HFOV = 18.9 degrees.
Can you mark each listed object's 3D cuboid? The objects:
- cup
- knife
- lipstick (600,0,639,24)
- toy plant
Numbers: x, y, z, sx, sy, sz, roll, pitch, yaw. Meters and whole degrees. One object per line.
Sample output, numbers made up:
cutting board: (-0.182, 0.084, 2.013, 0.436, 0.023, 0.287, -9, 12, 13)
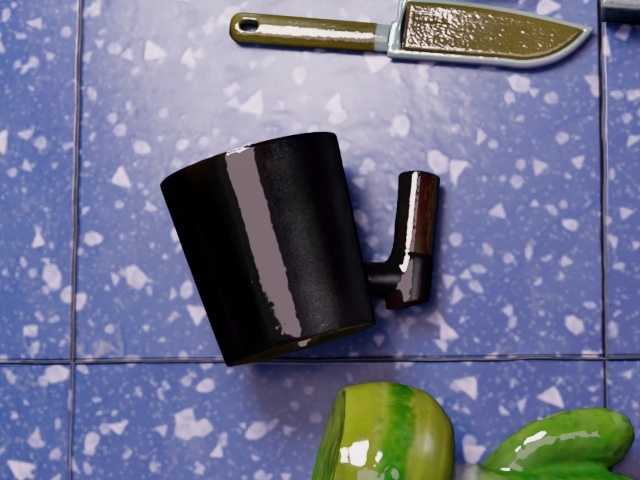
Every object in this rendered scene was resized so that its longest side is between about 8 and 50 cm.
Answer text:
cup: (-0.006, 0.000, 1.715, 0.239, 0.166, 0.177, -17, 83, 8)
knife: (0.082, -0.200, 1.797, 0.343, 0.027, 0.061, 6, 79, 10)
lipstick: (0.399, -0.225, 1.722, 0.290, 0.077, 0.076, 4, 82, 9)
toy plant: (0.153, 0.236, 1.670, 0.316, 0.184, 0.224, 15, 89, -5)
